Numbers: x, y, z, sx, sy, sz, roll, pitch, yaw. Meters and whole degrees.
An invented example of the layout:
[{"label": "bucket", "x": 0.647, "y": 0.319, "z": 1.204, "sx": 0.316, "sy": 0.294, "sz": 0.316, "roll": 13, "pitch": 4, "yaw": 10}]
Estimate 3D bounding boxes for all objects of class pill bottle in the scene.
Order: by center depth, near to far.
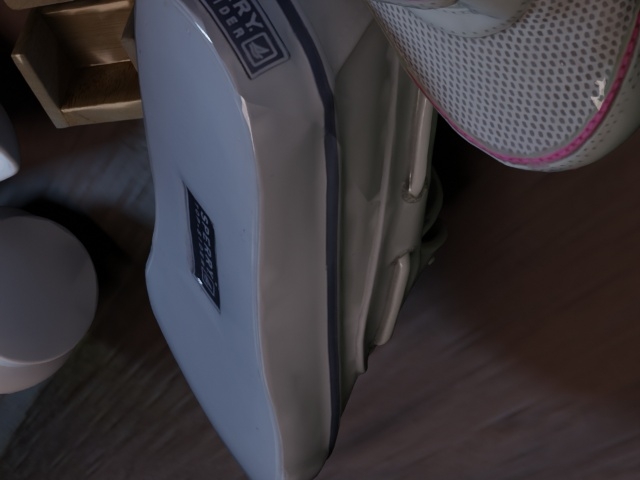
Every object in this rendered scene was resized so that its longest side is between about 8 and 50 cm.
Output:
[{"label": "pill bottle", "x": -0.159, "y": 0.030, "z": 0.836, "sx": 0.086, "sy": 0.086, "sz": 0.152, "roll": 45, "pitch": 156, "yaw": -16}]

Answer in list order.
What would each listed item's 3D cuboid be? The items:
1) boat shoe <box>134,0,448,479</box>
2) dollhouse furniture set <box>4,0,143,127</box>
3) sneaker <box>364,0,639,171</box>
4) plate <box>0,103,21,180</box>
[{"label": "boat shoe", "x": 0.000, "y": 0.000, "z": 0.562, "sx": 0.095, "sy": 0.084, "sz": 0.258, "roll": 55, "pitch": 161, "yaw": 22}, {"label": "dollhouse furniture set", "x": -0.131, "y": -0.128, "z": 0.551, "sx": 0.161, "sy": 0.101, "sz": 0.182, "roll": -4, "pitch": 138, "yaw": 22}, {"label": "sneaker", "x": -0.006, "y": -0.097, "z": 0.366, "sx": 0.103, "sy": 0.111, "sz": 0.252, "roll": 10, "pitch": 145, "yaw": 46}, {"label": "plate", "x": -0.271, "y": -0.106, "z": 0.762, "sx": 0.278, "sy": 0.045, "sz": 0.277, "roll": 37, "pitch": 159, "yaw": -21}]
